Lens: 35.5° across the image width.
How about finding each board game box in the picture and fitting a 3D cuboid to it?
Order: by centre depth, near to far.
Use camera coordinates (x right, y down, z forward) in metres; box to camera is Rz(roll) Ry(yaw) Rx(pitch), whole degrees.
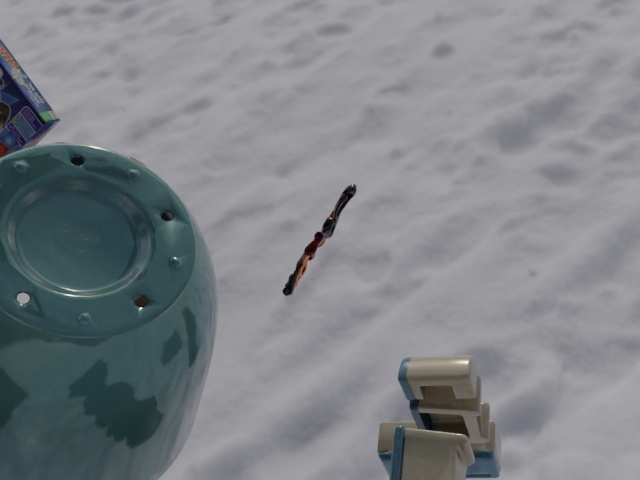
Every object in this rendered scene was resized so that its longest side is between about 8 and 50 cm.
[{"bbox_3d":[-0.471,-0.205,1.398,0.136,0.201,0.035,-37,-3,26],"label":"board game box"}]

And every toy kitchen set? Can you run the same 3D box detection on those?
[{"bbox_3d":[0.095,0.219,0.946,0.122,0.207,0.166,-4,52,17],"label":"toy kitchen set"}]

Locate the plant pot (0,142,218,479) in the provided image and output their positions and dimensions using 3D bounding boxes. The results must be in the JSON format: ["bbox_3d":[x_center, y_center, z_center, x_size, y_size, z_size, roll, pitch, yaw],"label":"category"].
[{"bbox_3d":[-0.219,0.060,0.846,0.293,0.235,0.293,11,53,-15],"label":"plant pot"}]

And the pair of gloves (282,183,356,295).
[{"bbox_3d":[0.000,0.000,0.699,0.010,0.074,0.083,32,56,1],"label":"pair of gloves"}]

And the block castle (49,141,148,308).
[{"bbox_3d":[-0.402,0.093,1.324,0.213,0.303,0.453,5,34,33],"label":"block castle"}]
